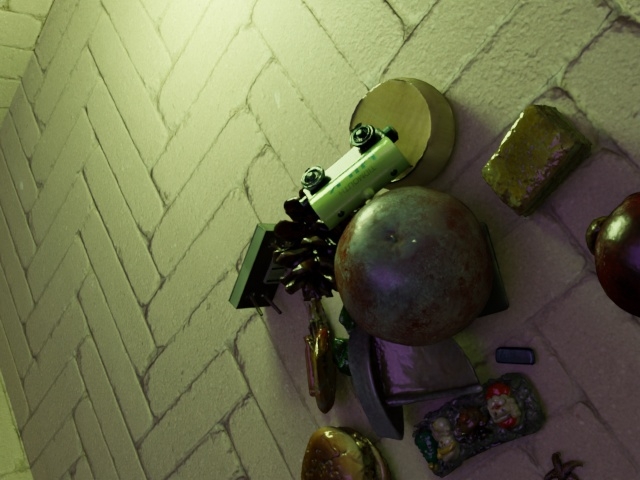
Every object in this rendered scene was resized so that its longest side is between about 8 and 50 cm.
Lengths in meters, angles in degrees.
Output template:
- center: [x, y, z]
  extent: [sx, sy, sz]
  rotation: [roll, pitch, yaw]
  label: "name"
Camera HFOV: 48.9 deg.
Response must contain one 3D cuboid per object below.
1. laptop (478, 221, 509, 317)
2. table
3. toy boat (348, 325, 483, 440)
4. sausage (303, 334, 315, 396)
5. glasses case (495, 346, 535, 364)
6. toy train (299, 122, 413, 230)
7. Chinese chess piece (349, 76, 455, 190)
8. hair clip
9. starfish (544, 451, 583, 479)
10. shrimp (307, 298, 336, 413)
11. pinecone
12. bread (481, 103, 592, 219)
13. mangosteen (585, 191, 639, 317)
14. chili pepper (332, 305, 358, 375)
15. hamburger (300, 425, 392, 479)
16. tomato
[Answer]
- center: [0.271, 0.088, 1.521]
  extent: [0.269, 0.015, 0.188]
  rotation: [-24, 74, 42]
  label: "laptop"
- center: [-0.129, 0.085, 1.838]
  extent: [0.111, 0.121, 0.240]
  rotation: [39, 117, 37]
  label: "table"
- center: [0.182, 0.263, 1.523]
  extent: [0.293, 0.111, 0.276]
  rotation: [-40, 65, 28]
  label: "toy boat"
- center: [-0.021, 0.319, 1.794]
  extent: [0.042, 0.036, 0.158]
  rotation: [-13, 80, 32]
  label: "sausage"
- center: [0.389, 0.229, 1.402]
  extent: [0.083, 0.023, 0.034]
  rotation: [-5, 81, 43]
  label: "glasses case"
- center: [0.073, -0.129, 1.451]
  extent: [0.253, 0.105, 0.157]
  rotation: [-39, 41, 5]
  label: "toy train"
- center: [0.177, -0.233, 1.551]
  extent: [0.249, 0.103, 0.250]
  rotation: [-1, 89, 44]
  label: "Chinese chess piece"
- center: [0.300, 0.381, 1.443]
  extent: [0.321, 0.091, 0.138]
  rotation: [-43, 59, 35]
  label: "hair clip"
- center: [0.460, 0.440, 1.332]
  extent: [0.091, 0.028, 0.078]
  rotation: [-47, 66, 31]
  label: "starfish"
- center: [-0.004, 0.275, 1.715]
  extent: [0.063, 0.152, 0.287]
  rotation: [-9, 76, 9]
  label: "shrimp"
- center: [0.000, 0.000, 1.614]
  extent: [0.244, 0.309, 0.244]
  rotation: [14, 138, 13]
  label: "pinecone"
- center: [0.400, -0.149, 1.334]
  extent: [0.196, 0.102, 0.138]
  rotation: [-52, 54, 33]
  label: "bread"
- center: [0.540, 0.009, 1.148]
  extent: [0.257, 0.215, 0.215]
  rotation: [-108, 36, -67]
  label: "mangosteen"
- center: [0.090, 0.202, 1.657]
  extent: [0.099, 0.083, 0.253]
  rotation: [27, 114, 41]
  label: "chili pepper"
- center: [0.051, 0.579, 1.660]
  extent: [0.243, 0.146, 0.286]
  rotation: [-23, 76, 49]
  label: "hamburger"
- center: [0.182, 0.052, 1.392]
  extent: [0.316, 0.282, 0.317]
  rotation: [-9, 67, 20]
  label: "tomato"
